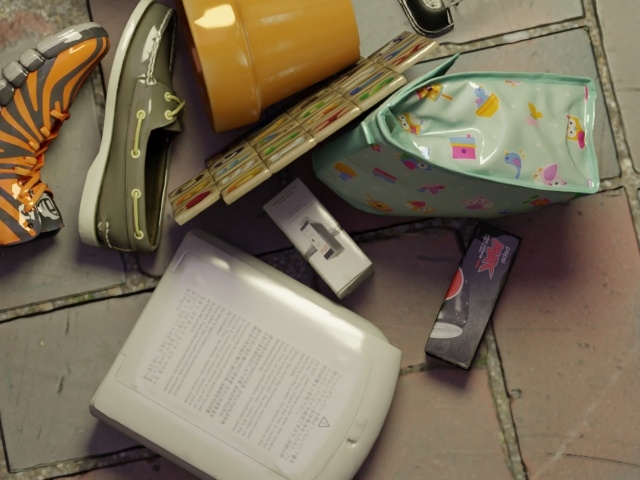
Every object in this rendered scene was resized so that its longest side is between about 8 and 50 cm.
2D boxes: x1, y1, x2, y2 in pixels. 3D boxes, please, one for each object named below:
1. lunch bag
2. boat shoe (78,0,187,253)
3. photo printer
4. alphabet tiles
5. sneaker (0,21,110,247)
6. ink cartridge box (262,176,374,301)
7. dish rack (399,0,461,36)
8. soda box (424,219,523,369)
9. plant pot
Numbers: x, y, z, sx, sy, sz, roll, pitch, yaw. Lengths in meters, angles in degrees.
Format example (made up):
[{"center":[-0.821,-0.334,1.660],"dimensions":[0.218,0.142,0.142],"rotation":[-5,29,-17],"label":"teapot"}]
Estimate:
[{"center":[0.140,-0.108,1.697],"dimensions":[0.262,0.223,0.160],"rotation":[3,82,-20],"label":"lunch bag"},{"center":[-0.207,-0.135,1.825],"dimensions":[0.091,0.109,0.305],"rotation":[13,91,12],"label":"boat shoe"},{"center":[-0.075,0.164,1.778],"dimensions":[0.307,0.107,0.256],"rotation":[28,86,7],"label":"photo printer"},{"center":[-0.026,-0.131,1.729],"dimensions":[0.342,0.285,0.011],"rotation":[-35,104,0],"label":"alphabet tiles"},{"center":[-0.339,-0.105,1.839],"dimensions":[0.321,0.124,0.180],"rotation":[-41,86,10],"label":"sneaker"},{"center":[0.000,0.000,1.796],"dimensions":[0.056,0.099,0.135],"rotation":[-40,83,-2],"label":"ink cartridge box"},{"center":[0.197,-0.393,1.844],"dimensions":[0.271,0.074,0.208],"rotation":[-26,83,0],"label":"dish rack"},{"center":[0.178,0.064,1.796],"dimensions":[0.060,0.053,0.169],"rotation":[22,85,7],"label":"soda box"},{"center":[-0.060,-0.247,1.786],"dimensions":[0.188,0.205,0.205],"rotation":[-16,82,-6],"label":"plant pot"}]
